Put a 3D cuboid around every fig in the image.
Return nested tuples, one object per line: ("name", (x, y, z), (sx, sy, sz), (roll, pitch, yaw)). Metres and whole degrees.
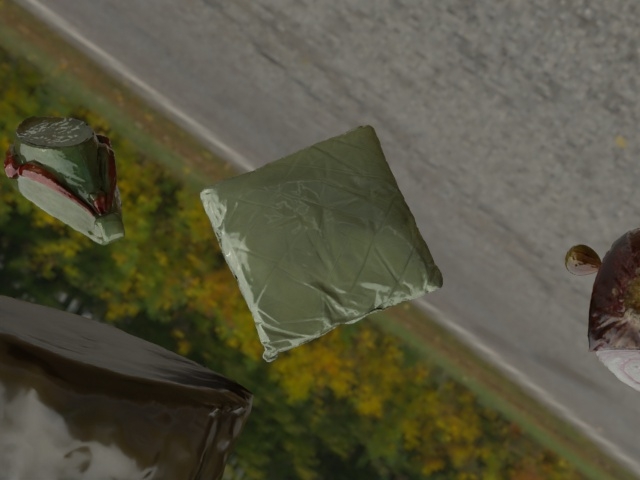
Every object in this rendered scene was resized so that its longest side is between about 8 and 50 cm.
("fig", (0.428, 0.033, 2.024), (0.083, 0.050, 0.050), (10, 166, 14))

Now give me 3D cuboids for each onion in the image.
("onion", (0.449, 0.079, 1.516), (0.206, 0.207, 0.216), (-3, 157, 34))

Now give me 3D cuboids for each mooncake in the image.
("mooncake", (-0.235, 0.173, 1.166), (0.324, 0.187, 0.324), (20, -177, -1))

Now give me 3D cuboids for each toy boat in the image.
("toy boat", (-0.207, -0.055, 1.022), (0.185, 0.089, 0.071), (29, 131, 52))

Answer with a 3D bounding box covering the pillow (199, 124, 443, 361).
("pillow", (-0.002, -0.001, 1.850), (0.076, 0.280, 0.274), (81, 166, -76))
